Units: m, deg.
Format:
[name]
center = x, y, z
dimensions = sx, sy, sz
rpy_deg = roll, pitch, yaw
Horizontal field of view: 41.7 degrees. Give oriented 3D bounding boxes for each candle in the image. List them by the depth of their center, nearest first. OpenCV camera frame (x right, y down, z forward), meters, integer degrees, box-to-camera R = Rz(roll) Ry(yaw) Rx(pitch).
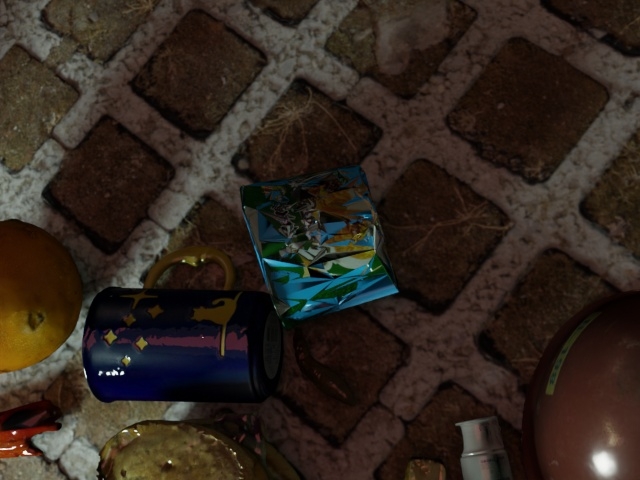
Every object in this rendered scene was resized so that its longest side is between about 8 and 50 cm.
[candle]
center = -0.556, 0.316, 1.344
dimensions = 0.302, 0.059, 0.084
rpy_deg = -11, 62, 9

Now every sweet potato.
[sweet potato]
center = -0.002, 0.195, 1.256
dimensions = 0.041, 0.038, 0.153
rpy_deg = -32, 61, -19

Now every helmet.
[helmet]
center = 0.427, 0.225, 1.048
dimensions = 0.338, 0.230, 0.385
rpy_deg = 35, 84, 18

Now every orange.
[orange]
center = -0.491, 0.085, 1.297
dimensions = 0.240, 0.240, 0.239
rpy_deg = -3, 75, 12

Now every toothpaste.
[toothpaste]
center = 0.243, 0.403, 1.129
dimensions = 0.100, 0.066, 0.323
rpy_deg = -5, 75, -19

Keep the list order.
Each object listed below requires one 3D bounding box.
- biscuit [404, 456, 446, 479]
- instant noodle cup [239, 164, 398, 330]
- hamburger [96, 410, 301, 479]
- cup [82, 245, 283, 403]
[biscuit]
center = 0.140, 0.396, 1.162
dimensions = 0.056, 0.052, 0.187
rpy_deg = 8, 78, -1
[instant noodle cup]
center = 0.000, 0.000, 1.216
dimensions = 0.178, 0.240, 0.240
rpy_deg = -18, 72, 1
[hamburger]
center = -0.157, 0.393, 1.144
dimensions = 0.277, 0.195, 0.317
rpy_deg = -14, 68, 15
[cup]
center = -0.193, 0.114, 1.248
dimensions = 0.256, 0.178, 0.254
rpy_deg = -1, 77, 11
